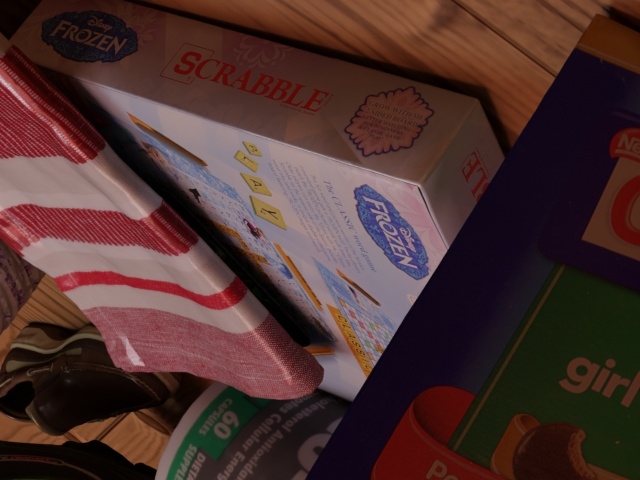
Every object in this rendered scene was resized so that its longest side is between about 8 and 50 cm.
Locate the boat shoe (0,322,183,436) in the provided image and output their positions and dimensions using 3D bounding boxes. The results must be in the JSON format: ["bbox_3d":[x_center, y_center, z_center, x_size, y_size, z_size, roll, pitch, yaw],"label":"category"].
[{"bbox_3d":[-0.213,0.135,1.741,0.095,0.095,0.257,43,156,-22],"label":"boat shoe"}]

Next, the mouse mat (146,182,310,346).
[{"bbox_3d":[-0.099,0.013,1.272,0.152,0.007,0.189,47,157,-26],"label":"mouse mat"}]

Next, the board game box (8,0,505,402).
[{"bbox_3d":[0.000,0.000,1.196,0.318,0.066,0.319,20,154,35],"label":"board game box"}]

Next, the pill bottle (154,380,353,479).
[{"bbox_3d":[0.062,0.229,1.307,0.361,0.204,0.204,32,163,45],"label":"pill bottle"}]

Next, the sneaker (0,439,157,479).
[{"bbox_3d":[-0.151,0.266,1.767,0.482,0.185,0.202,31,-172,-46],"label":"sneaker"}]

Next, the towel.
[{"bbox_3d":[-0.163,-0.019,1.248,0.329,0.037,0.237,48,157,-25],"label":"towel"}]

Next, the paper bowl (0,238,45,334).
[{"bbox_3d":[-0.326,-0.047,1.454,0.284,0.148,0.284,28,157,13],"label":"paper bowl"}]

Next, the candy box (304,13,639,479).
[{"bbox_3d":[0.162,0.099,0.838,0.268,0.317,0.122,26,155,16],"label":"candy box"}]
